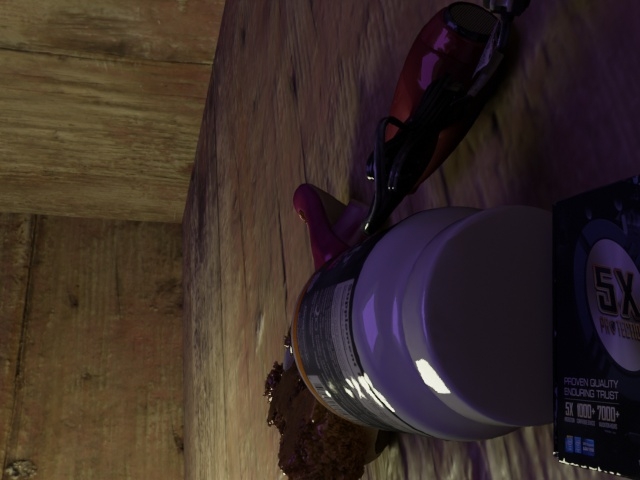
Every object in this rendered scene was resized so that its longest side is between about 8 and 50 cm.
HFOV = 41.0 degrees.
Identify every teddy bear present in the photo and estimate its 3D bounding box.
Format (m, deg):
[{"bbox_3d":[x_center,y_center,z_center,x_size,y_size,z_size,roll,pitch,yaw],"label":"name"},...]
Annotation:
[{"bbox_3d":[0.006,0.188,1.036,0.338,0.113,0.245,175,113,-77],"label":"teddy bear"}]

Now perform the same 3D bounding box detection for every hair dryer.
[{"bbox_3d":[0.074,-0.101,0.692,0.223,0.080,0.293,-55,-10,-5],"label":"hair dryer"}]

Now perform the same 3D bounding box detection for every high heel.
[{"bbox_3d":[0.000,0.000,1.078,0.117,0.082,0.244,-61,28,-2],"label":"high heel"}]

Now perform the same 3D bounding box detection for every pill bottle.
[{"bbox_3d":[0.084,0.063,0.630,0.278,0.162,0.162,149,123,-72],"label":"pill bottle"}]

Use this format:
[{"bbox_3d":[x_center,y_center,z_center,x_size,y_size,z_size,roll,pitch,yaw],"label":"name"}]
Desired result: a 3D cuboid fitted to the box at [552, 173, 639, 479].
[{"bbox_3d":[0.187,0.041,0.403,0.180,0.077,0.147,157,116,-74],"label":"box"}]
